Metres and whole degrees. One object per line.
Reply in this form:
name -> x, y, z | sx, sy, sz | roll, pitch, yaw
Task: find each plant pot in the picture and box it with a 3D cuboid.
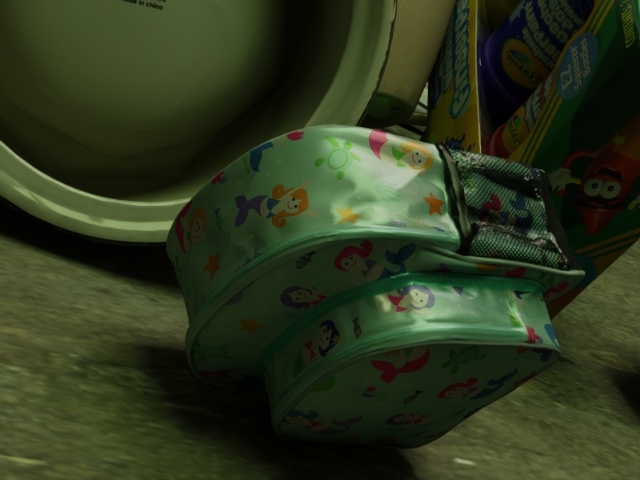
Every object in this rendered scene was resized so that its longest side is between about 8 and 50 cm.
plant pot -> 0.045, -0.272, 1.708 | 0.256, 0.274, 0.256 | 3, -16, 1

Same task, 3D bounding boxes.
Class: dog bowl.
dog bowl -> -0.151, -0.201, 1.240 | 0.408, 0.408, 0.150 | 22, -4, -19

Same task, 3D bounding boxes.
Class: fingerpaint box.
fingerpaint box -> 0.263, -0.203, 1.597 | 0.163, 0.371, 0.445 | 22, 47, -18

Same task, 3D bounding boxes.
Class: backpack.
backpack -> 0.027, 0.033, 1.066 | 0.253, 0.225, 0.191 | 16, 51, -34

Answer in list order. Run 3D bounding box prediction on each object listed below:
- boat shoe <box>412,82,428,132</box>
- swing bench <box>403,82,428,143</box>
boat shoe -> 0.228, -0.215, 2.215 | 0.367, 0.156, 0.136 | 19, 18, -27
swing bench -> 0.211, -0.141, 1.961 | 0.254, 0.165, 0.253 | 24, 17, -12
